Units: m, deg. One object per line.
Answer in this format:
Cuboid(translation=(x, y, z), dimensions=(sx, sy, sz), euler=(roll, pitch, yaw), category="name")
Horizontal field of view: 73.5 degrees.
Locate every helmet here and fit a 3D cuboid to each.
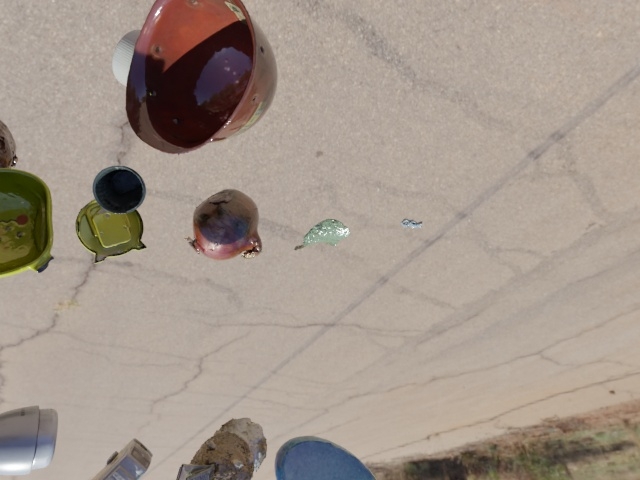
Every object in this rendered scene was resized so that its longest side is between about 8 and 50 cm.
Cuboid(translation=(-0.244, -0.372, 1.004), dimensions=(0.385, 0.337, 0.230), euler=(-41, 167, 26), category="helmet")

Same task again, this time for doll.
Cuboid(translation=(-0.166, 0.390, 0.744), dimensions=(0.105, 0.114, 0.221), euler=(31, -178, 10), category="doll")

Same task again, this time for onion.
Cuboid(translation=(-0.432, -0.067, 1.909), dimensions=(0.355, 0.353, 0.353), euler=(-3, 145, -2), category="onion")

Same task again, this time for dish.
Cuboid(translation=(-0.689, -0.020, 0.938), dimensions=(0.221, 0.262, 0.108), euler=(-17, 164, -19), category="dish")

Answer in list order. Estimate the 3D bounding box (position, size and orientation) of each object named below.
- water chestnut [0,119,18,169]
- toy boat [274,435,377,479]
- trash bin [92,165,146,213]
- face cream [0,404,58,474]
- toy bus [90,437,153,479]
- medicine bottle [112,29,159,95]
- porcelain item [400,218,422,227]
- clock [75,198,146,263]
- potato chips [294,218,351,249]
Cuboid(translation=(-0.959, -0.192, 1.161), dimensions=(0.336, 0.334, 0.347), euler=(-22, 140, 24), category="water chestnut")
Cuboid(translation=(0.007, 0.727, 1.300), dimensions=(0.330, 0.215, 0.123), euler=(28, 152, -4), category="toy boat")
Cuboid(translation=(-0.728, -0.197, 1.585), dimensions=(0.176, 0.161, 0.175), euler=(-3, 105, -13), category="trash bin")
Cuboid(translation=(-0.547, 0.366, 0.785), dimensions=(0.104, 0.117, 0.117), euler=(9, 144, -34), category="face cream")
Cuboid(translation=(-0.560, 0.645, 1.093), dimensions=(0.092, 0.268, 0.106), euler=(49, 162, -8), category="toy bus")
Cuboid(translation=(-0.440, -0.494, 1.360), dimensions=(0.385, 0.224, 0.224), euler=(31, 143, 7), category="medicine bottle")
Cuboid(translation=(0.359, -0.067, 1.691), dimensions=(0.084, 0.036, 0.028), euler=(6, -176, 17), category="porcelain item")
Cuboid(translation=(-0.963, -0.054, 1.963), dimensions=(0.277, 0.293, 0.071), euler=(-13, 177, -32), category="clock")
Cuboid(translation=(-0.003, -0.007, 1.686), dimensions=(0.167, 0.059, 0.228), euler=(8, 146, -34), category="potato chips")
